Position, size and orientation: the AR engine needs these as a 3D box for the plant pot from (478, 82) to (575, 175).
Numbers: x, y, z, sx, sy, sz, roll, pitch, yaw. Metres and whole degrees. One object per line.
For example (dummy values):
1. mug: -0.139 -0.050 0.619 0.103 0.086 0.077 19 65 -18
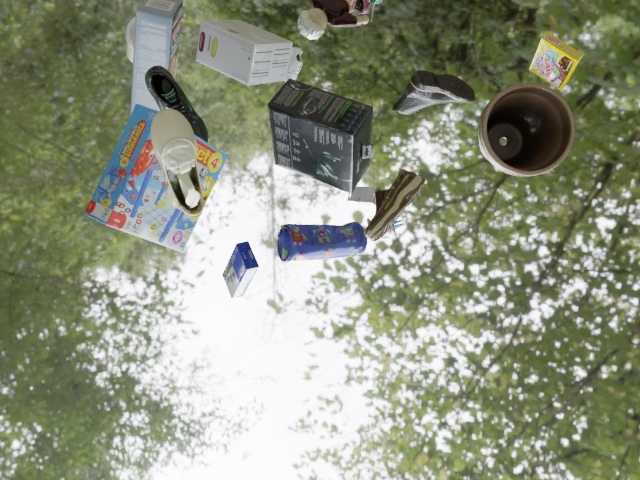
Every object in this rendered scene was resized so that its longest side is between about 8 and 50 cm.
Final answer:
1. plant pot: 0.569 -0.305 1.830 0.263 0.263 0.229 -5 179 -4

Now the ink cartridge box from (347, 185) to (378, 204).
1. ink cartridge box: 0.157 -0.165 2.289 0.115 0.062 0.029 6 166 38

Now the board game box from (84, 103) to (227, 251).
1. board game box: -0.417 -0.151 1.635 0.086 0.302 0.308 23 178 28

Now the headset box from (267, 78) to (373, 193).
1. headset box: 0.011 -0.291 1.773 0.283 0.246 0.131 22 -122 18

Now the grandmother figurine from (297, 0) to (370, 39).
1. grandmother figurine: 0.056 -0.731 1.907 0.208 0.104 0.342 39 -112 16

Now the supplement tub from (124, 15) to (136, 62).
1. supplement tub: -0.612 -0.691 2.190 0.144 0.144 0.200 -14 -177 -18

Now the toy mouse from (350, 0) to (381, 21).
1. toy mouse: 0.118 -0.579 1.475 0.031 0.143 0.161 -5 164 -25

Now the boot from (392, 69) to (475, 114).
1. boot: 0.308 -0.388 1.711 0.198 0.137 0.076 12 -124 -20

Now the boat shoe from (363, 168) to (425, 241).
1. boat shoe: 0.183 -0.103 1.721 0.095 0.095 0.257 36 -122 12

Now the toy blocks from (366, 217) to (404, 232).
1. toy blocks: 0.258 -0.067 2.465 0.148 0.054 0.123 -18 -147 20

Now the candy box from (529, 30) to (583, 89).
1. candy box: 0.586 -0.446 1.565 0.105 0.027 0.206 40 -178 12

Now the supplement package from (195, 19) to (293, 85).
1. supplement package: -0.270 -0.665 2.195 0.262 0.145 0.204 30 -147 26

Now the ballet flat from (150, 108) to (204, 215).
1. ballet flat: -0.267 -0.140 1.208 0.086 0.248 0.086 0 -128 0

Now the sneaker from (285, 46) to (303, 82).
1. sneaker: -0.099 -0.639 2.310 0.061 0.152 0.054 8 -167 29

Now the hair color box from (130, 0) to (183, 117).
1. hair color box: -0.526 -0.570 2.000 0.114 0.374 0.185 11 -144 -8

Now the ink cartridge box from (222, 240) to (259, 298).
1. ink cartridge box: -0.257 0.097 1.991 0.046 0.207 0.097 -12 -115 -29

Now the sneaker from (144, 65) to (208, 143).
1. sneaker: -0.409 -0.367 1.757 0.101 0.267 0.106 -35 -166 -5

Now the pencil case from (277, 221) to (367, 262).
1. pencil case: 0.000 0.000 2.036 0.306 0.119 0.133 -3 -127 -30
